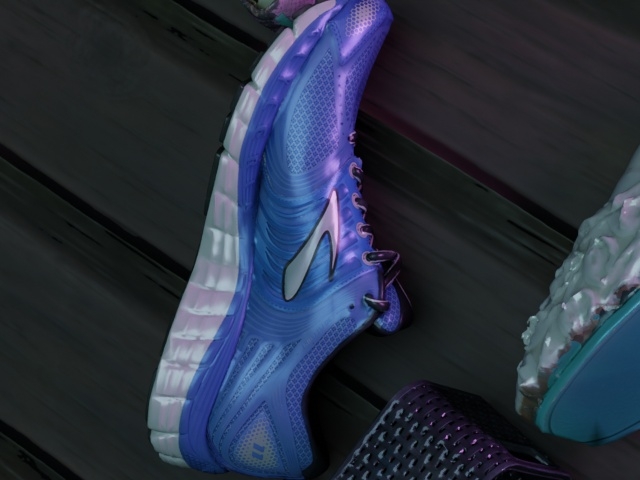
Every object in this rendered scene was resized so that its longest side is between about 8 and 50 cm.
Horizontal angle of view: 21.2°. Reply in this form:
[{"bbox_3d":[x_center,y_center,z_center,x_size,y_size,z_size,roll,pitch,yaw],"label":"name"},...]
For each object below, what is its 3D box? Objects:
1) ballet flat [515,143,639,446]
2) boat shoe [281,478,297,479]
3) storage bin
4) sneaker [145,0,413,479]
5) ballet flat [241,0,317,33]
[{"bbox_3d":[0.268,-0.043,1.011,0.409,0.147,0.147,-40,72,10],"label":"ballet flat"},{"bbox_3d":[-0.043,0.230,1.132,0.048,0.056,0.153,31,92,-10],"label":"boat shoe"},{"bbox_3d":[0.055,0.185,1.051,0.084,0.122,0.180,40,100,31],"label":"storage bin"},{"bbox_3d":[0.000,0.000,1.113,0.147,0.130,0.330,15,94,8],"label":"sneaker"},{"bbox_3d":[-0.053,-0.243,1.165,0.076,0.079,0.222,-24,76,19],"label":"ballet flat"}]
